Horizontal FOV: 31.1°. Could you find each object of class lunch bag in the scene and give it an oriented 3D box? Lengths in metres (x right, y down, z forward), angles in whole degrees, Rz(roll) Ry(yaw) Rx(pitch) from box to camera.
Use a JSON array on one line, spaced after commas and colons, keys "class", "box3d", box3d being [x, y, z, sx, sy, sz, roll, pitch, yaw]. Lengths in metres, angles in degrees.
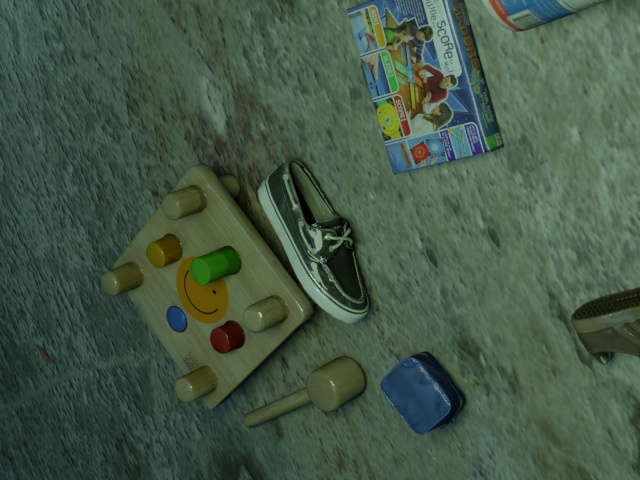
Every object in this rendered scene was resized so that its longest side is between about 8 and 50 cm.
[{"class": "lunch bag", "box3d": [0.130, 0.187, 1.407, 0.067, 0.065, 0.098, -42, 76, 23]}]

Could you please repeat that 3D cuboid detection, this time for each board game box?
[{"class": "board game box", "box3d": [0.117, -0.186, 1.309, 0.136, 0.035, 0.201, -10, 98, 40]}]

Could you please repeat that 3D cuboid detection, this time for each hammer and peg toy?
[{"class": "hammer and peg toy", "box3d": [-0.125, 0.112, 1.537, 0.361, 0.127, 0.266, 54, 129, 11]}]

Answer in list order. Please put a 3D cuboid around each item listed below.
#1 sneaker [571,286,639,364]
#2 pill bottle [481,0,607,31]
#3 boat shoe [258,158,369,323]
[{"class": "sneaker", "box3d": [0.358, 0.086, 1.208, 0.188, 0.066, 0.071, -14, 113, 45]}, {"class": "pill bottle", "box3d": [0.263, -0.291, 1.104, 0.221, 0.124, 0.124, -15, 95, 39]}, {"class": "boat shoe", "box3d": [0.000, 0.000, 1.436, 0.070, 0.077, 0.219, -41, 77, 40]}]
